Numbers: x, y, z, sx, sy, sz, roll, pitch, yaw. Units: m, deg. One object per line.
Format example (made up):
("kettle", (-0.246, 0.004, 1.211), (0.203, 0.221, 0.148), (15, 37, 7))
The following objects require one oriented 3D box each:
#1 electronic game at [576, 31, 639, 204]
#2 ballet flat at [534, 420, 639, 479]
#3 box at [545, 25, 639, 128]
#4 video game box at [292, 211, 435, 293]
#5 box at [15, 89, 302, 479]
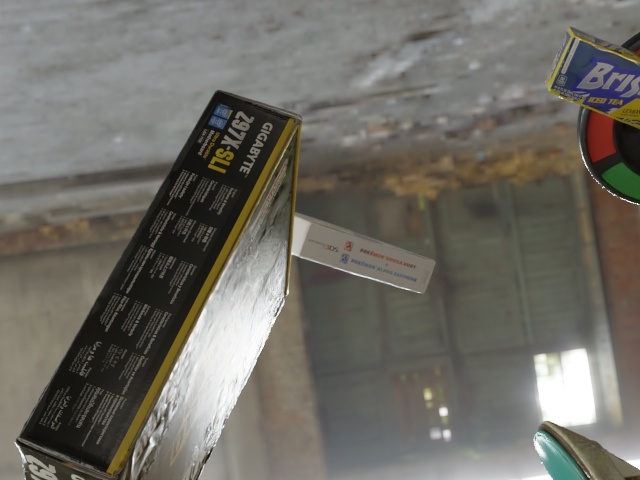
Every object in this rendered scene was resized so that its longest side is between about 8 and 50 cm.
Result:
("electronic game", (0.365, -0.126, 1.393), (0.229, 0.229, 0.048), (-8, -140, -3))
("ballet flat", (0.208, 0.185, 0.957), (0.052, 0.168, 0.057), (-21, 144, -17))
("box", (0.291, -0.133, 1.275), (0.169, 0.059, 0.054), (22, -162, -1))
("video game box", (0.000, 0.000, 1.634), (0.187, 0.048, 0.205), (20, 180, -35))
("box", (-0.111, 0.087, 1.073), (0.079, 0.322, 0.257), (21, 147, 7))
